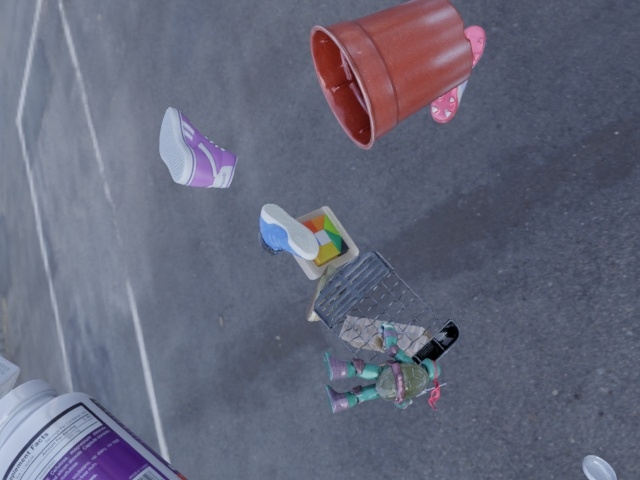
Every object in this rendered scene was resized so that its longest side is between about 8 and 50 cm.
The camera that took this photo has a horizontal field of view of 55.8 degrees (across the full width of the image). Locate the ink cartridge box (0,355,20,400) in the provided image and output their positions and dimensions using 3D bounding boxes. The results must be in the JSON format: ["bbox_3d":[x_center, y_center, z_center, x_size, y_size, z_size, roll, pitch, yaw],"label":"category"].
[{"bbox_3d":[-0.928,0.373,1.477,0.211,0.289,0.122,33,112,-1],"label":"ink cartridge box"}]

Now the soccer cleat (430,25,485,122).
[{"bbox_3d":[0.345,-0.419,1.535,0.083,0.095,0.248,22,99,9],"label":"soccer cleat"}]

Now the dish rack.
[{"bbox_3d":[0.124,0.162,1.239,0.271,0.208,0.074,47,178,12],"label":"dish rack"}]

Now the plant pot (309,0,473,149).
[{"bbox_3d":[0.156,-0.372,1.277,0.273,0.265,0.272,61,171,16],"label":"plant pot"}]

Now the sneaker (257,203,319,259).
[{"bbox_3d":[-0.066,0.004,1.169,0.152,0.058,0.085,41,135,24],"label":"sneaker"}]

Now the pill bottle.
[{"bbox_3d":[-0.351,0.356,0.906,0.322,0.181,0.182,34,127,15],"label":"pill bottle"}]

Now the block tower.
[{"bbox_3d":[0.234,0.340,2.110,0.335,0.097,0.091,5,62,37],"label":"block tower"}]

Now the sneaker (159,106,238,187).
[{"bbox_3d":[-0.286,-0.210,1.435,0.102,0.161,0.282,-60,40,32],"label":"sneaker"}]

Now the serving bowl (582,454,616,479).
[{"bbox_3d":[0.678,0.570,1.480,0.083,0.083,0.027,50,133,39],"label":"serving bowl"}]

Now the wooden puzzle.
[{"bbox_3d":[0.000,0.000,2.098,0.221,0.238,0.044,55,142,10],"label":"wooden puzzle"}]

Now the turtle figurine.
[{"bbox_3d":[0.127,0.238,1.091,0.118,0.234,0.175,-155,58,-77],"label":"turtle figurine"}]

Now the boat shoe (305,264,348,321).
[{"bbox_3d":[0.028,0.147,1.667,0.089,0.285,0.105,24,113,3],"label":"boat shoe"}]
